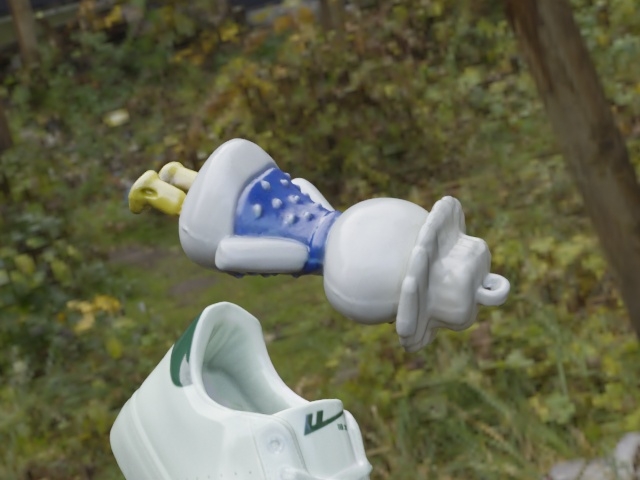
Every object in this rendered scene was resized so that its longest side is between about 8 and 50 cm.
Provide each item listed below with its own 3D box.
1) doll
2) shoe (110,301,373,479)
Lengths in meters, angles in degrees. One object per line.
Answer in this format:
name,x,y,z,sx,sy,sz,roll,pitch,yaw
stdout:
doll,0.000,0.000,0.986,0.293,0.119,0.138,16,27,19
shoe,-0.013,0.139,0.674,0.095,0.110,0.265,4,31,-49
